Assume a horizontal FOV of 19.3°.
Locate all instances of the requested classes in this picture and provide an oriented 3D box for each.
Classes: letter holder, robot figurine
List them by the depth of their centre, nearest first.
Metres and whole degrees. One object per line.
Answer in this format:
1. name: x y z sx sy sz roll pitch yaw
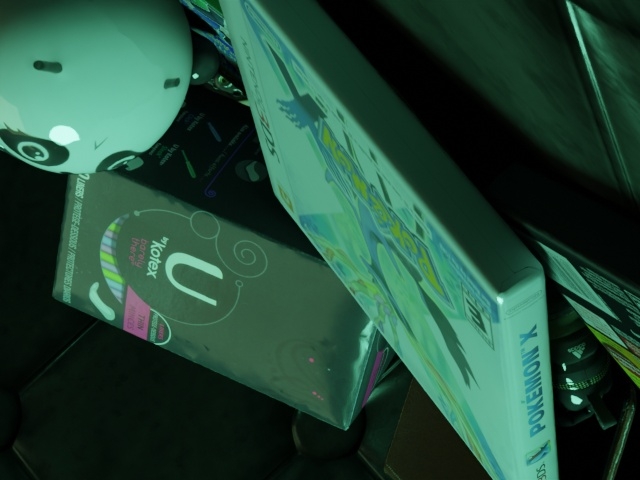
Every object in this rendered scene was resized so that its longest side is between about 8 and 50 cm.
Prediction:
1. robot figurine: -0.206 -0.146 1.380 0.278 0.209 0.174 29 155 55
2. letter holder: 0.181 0.136 1.486 0.152 0.214 0.302 15 -176 -13

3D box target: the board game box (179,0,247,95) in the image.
1. board game box: -0.134 -0.220 1.449 0.317 0.046 0.213 39 174 5

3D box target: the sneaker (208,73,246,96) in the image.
1. sneaker: -0.128 -0.228 1.742 0.237 0.085 0.086 44 -156 8

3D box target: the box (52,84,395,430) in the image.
1. box: -0.058 0.004 1.501 0.270 0.143 0.165 23 132 11

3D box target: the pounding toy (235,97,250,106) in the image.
1. pounding toy: -0.048 -0.086 2.008 0.236 0.110 0.183 5 117 32

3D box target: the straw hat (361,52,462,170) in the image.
1. straw hat: 0.032 -0.078 1.342 0.144 0.061 0.144 47 179 2

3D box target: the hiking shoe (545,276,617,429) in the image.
1. hiking shoe: 0.138 0.072 1.265 0.227 0.086 0.114 -151 42 -83

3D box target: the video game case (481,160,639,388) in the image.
1. video game case: 0.213 0.080 0.981 0.248 0.035 0.275 48 177 -21

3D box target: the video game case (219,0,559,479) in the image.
1. video game case: 0.042 -0.010 1.205 0.329 0.036 0.300 52 168 31
